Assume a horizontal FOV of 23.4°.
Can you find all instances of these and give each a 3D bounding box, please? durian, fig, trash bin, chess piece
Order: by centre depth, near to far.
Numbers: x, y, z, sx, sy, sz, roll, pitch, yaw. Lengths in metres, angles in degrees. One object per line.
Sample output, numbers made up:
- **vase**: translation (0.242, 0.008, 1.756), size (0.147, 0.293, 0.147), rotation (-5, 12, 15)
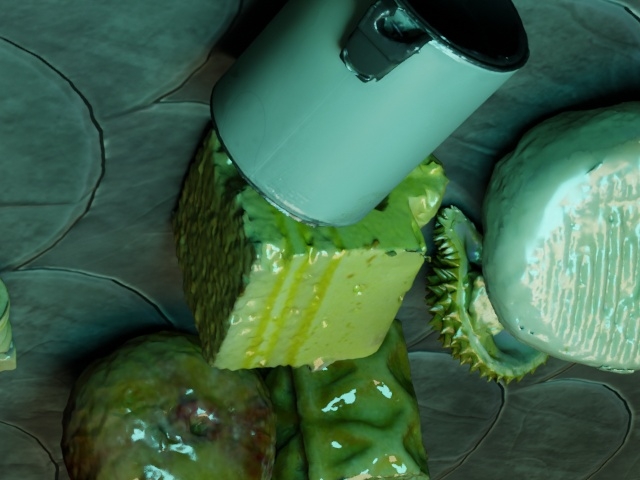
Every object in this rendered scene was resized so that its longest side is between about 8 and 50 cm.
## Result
- **trash bin**: translation (0.047, -0.174, 1.575), size (0.262, 0.217, 0.277), rotation (-44, 177, 33)
- **chess piece**: translation (-0.418, 0.116, 1.882), size (0.090, 0.090, 0.200), rotation (-9, 154, -13)
- **durian**: translation (0.222, 0.081, 2.049), size (0.166, 0.172, 0.306), rotation (-35, 127, 15)
- **fig**: translation (-0.225, 0.265, 2.059), size (0.286, 0.286, 0.368), rotation (1, 172, -25)

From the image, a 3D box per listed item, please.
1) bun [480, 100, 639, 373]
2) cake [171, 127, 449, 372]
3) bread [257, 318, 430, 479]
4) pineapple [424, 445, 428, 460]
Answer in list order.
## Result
- **bun**: translation (0.370, -0.015, 1.904), size (0.359, 0.211, 0.360), rotation (-2, 109, -6)
- **cake**: translation (0.000, 0.000, 1.784), size (0.286, 0.222, 0.227), rotation (-1, 142, -24)
- **bread**: translation (0.023, 0.246, 2.105), size (0.196, 0.252, 0.238), rotation (6, 142, -37)
- **pineapple**: translation (0.097, 0.314, 2.374), size (0.074, 0.074, 0.159), rotation (-36, 135, 22)
